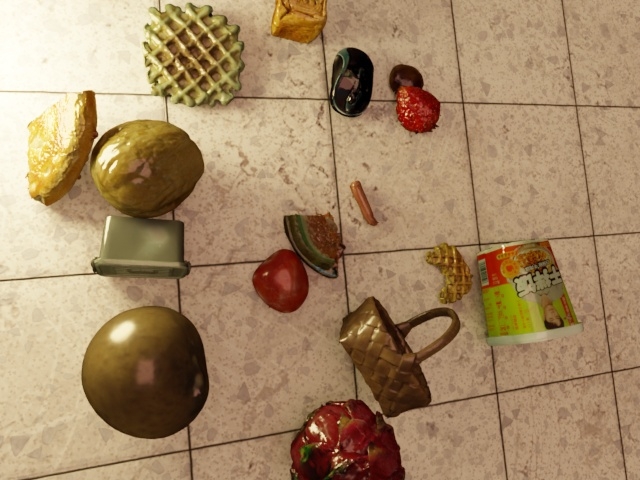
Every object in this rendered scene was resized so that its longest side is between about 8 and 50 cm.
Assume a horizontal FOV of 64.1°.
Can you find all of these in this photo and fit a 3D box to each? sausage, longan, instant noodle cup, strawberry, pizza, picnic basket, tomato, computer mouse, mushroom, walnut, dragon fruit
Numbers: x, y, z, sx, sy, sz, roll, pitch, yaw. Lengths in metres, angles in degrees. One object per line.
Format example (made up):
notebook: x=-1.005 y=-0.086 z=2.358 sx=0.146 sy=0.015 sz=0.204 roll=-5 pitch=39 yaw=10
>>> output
sausage: x=0.138 y=-0.115 z=1.615 sx=0.042 sy=0.036 sz=0.158 roll=-27 pitch=93 yaw=-7
longan: x=-0.420 y=0.319 z=1.251 sx=0.319 sy=0.319 sz=0.319 roll=2 pitch=83 yaw=-18
instant noodle cup: x=0.649 y=0.164 z=1.643 sx=0.294 sy=0.294 sz=0.308 roll=-7 pitch=79 yaw=-18
strawberry: x=0.322 y=-0.434 z=1.669 sx=0.146 sy=0.082 sz=0.187 roll=-46 pitch=107 yaw=-7
pizza: x=-0.668 y=-0.250 z=1.311 sx=0.226 sy=0.086 sz=0.335 roll=38 pitch=108 yaw=28
picnic basket: x=0.252 y=0.288 z=1.450 sx=0.337 sy=0.293 sz=0.337 roll=1 pitch=99 yaw=5
tomato: x=-0.100 y=0.120 z=1.489 sx=0.166 sy=0.082 sz=0.174 roll=-40 pitch=94 yaw=-18
computer mouse: x=0.105 y=-0.507 z=1.616 sx=0.137 sy=0.096 sz=0.233 roll=10 pitch=80 yaw=-17
mushroom: x=0.288 y=-0.534 z=1.702 sx=0.123 sy=0.052 sz=0.123 roll=3 pitch=80 yaw=-18
walnut: x=-0.452 y=-0.194 z=1.336 sx=0.283 sy=0.227 sz=0.283 roll=4 pitch=82 yaw=-28
dragon fruit: x=0.069 y=0.592 z=1.365 sx=0.329 sy=0.329 sz=0.329 roll=2 pitch=83 yaw=-18

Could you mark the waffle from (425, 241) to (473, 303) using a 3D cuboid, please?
waffle: x=0.420 y=0.106 z=1.674 sx=0.149 sy=0.051 sz=0.194 roll=-31 pitch=94 yaw=-20

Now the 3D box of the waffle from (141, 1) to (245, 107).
waffle: x=-0.366 y=-0.536 z=1.488 sx=0.291 sy=0.056 sz=0.309 roll=-1 pitch=85 yaw=-18

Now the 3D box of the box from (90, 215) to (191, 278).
box: x=-0.466 y=0.021 z=1.349 sx=0.243 sy=0.163 sz=0.135 roll=3 pitch=74 yaw=-17

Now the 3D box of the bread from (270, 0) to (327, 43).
bread: x=-0.065 y=-0.706 z=1.561 sx=0.158 sy=0.143 sz=0.149 roll=3 pitch=83 yaw=-14

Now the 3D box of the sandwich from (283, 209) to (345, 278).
sandwich: x=-0.003 y=0.009 z=1.533 sx=0.159 sy=0.079 sz=0.235 roll=-23 pitch=91 yaw=-19
